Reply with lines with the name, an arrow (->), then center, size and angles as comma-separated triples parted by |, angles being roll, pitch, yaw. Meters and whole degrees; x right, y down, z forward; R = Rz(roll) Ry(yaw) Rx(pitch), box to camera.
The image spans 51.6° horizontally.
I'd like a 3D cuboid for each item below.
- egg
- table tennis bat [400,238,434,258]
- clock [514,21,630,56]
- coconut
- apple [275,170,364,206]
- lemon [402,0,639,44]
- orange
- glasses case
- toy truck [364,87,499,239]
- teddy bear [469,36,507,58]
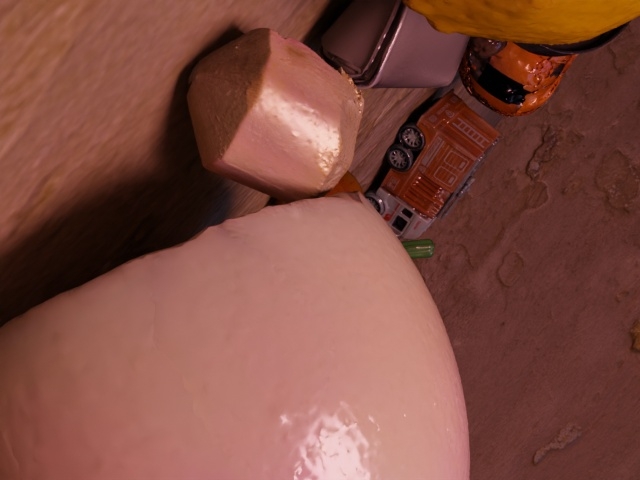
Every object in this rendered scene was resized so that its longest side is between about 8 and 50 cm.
egg -> -0.046, 0.178, 0.518 | 0.355, 0.339, 0.354 | -25, 174, -3
table tennis bat -> 0.105, 0.026, 1.350 | 0.257, 0.039, 0.160 | -5, 166, -1
clock -> 0.283, -0.324, 0.776 | 0.215, 0.215, 0.042 | -49, -164, -8
coconut -> -0.039, -0.093, 0.484 | 0.116, 0.122, 0.116 | -43, -147, 38
apple -> 0.002, -0.049, 0.847 | 0.114, 0.102, 0.099 | -18, 146, -58
lemon -> 0.147, -0.240, 0.424 | 0.233, 0.234, 0.288 | -57, 172, 36
orange -> 0.335, -0.322, 1.088 | 0.234, 0.182, 0.234 | -45, 157, -25
glasses case -> 0.088, -0.217, 0.673 | 0.128, 0.083, 0.308 | -60, 167, 21
toy truck -> 0.212, -0.130, 1.301 | 0.136, 0.162, 0.305 | -43, 168, -38
teddy bear -> 0.277, -0.357, 0.901 | 0.177, 0.140, 0.190 | -19, -158, 38
